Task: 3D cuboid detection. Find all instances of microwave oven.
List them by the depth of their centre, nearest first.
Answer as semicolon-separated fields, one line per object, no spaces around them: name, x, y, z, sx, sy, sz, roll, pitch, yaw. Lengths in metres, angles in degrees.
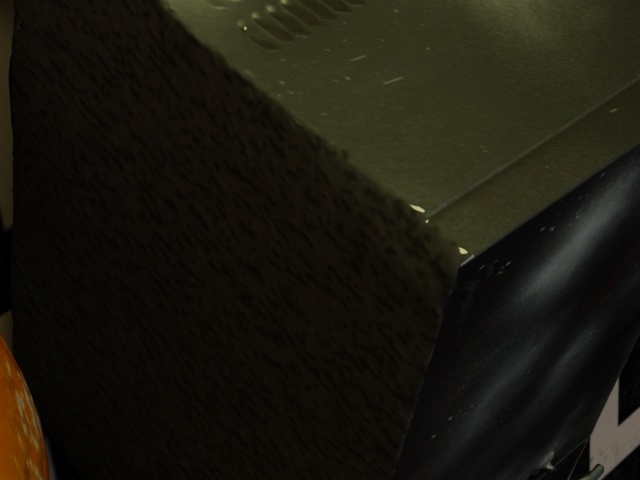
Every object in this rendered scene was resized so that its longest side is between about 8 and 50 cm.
microwave oven;0.000;0.000;0.931;0.236;0.374;0.432;-32;151;-32

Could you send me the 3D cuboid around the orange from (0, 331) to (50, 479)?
orange;-0.306;0.154;0.658;0.424;0.326;0.424;-24;144;-18
